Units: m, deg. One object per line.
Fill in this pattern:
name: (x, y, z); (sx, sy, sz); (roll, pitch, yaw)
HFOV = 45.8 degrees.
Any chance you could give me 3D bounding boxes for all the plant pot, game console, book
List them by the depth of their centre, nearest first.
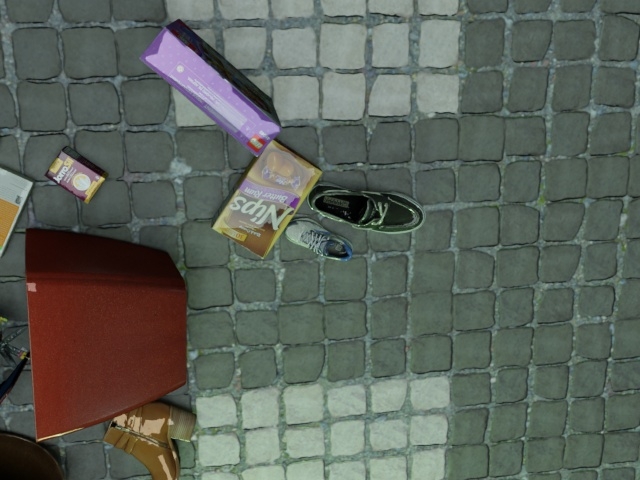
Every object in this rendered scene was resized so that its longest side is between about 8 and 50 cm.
plant pot: (-0.349, 0.132, 1.237); (0.236, 0.267, 0.267); (-4, 107, -20)
book: (-0.547, -0.054, 1.258); (0.096, 0.035, 0.144); (25, 100, -12)
game console: (-0.570, 0.247, 1.282); (0.124, 0.144, 0.085); (6, 104, -10)
plant pot: (-0.592, 0.499, 1.336); (0.215, 0.215, 0.230); (23, 115, -14)

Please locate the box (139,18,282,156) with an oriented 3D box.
box: (-0.157, -0.236, 1.126); (0.201, 0.293, 0.057); (40, 100, -17)

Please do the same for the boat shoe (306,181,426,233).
boat shoe: (0.084, -0.050, 1.334); (0.219, 0.070, 0.077); (9, 105, -11)

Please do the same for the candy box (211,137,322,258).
candy box: (-0.094, -0.075, 1.310); (0.109, 0.053, 0.186); (32, 101, -17)

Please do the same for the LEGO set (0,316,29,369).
LEGO set: (-0.636, 0.180, 1.154); (0.331, 0.192, 0.255); (-44, 127, -27)

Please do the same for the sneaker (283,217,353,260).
sneaker: (0.000, 0.000, 1.343); (0.135, 0.058, 0.052); (19, 102, -13)

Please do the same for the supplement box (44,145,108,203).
supplement box: (-0.403, -0.109, 1.257); (0.083, 0.043, 0.055); (34, 100, -16)

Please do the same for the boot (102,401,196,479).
boot: (-0.328, 0.388, 1.401); (0.152, 0.073, 0.197); (16, 91, -14)
